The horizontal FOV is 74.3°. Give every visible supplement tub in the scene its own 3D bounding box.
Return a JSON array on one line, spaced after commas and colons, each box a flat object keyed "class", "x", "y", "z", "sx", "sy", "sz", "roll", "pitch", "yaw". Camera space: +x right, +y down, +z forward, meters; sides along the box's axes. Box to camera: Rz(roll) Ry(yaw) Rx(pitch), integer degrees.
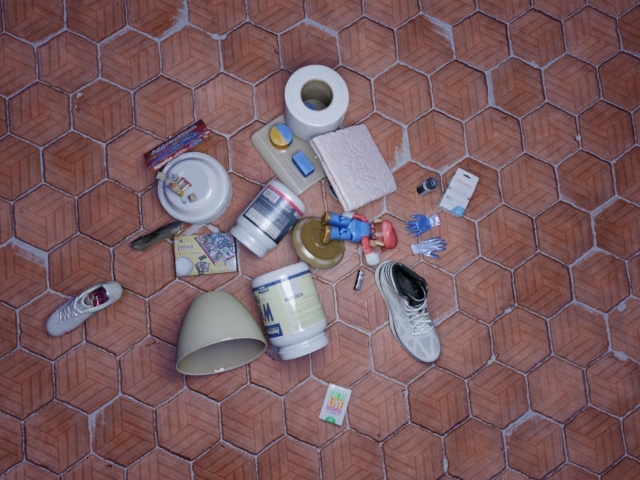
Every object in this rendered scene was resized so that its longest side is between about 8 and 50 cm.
[{"class": "supplement tub", "x": -0.206, "y": -0.086, "z": 1.668, "sx": 0.191, "sy": 0.191, "sz": 0.272, "roll": 40, "pitch": 85, "yaw": 1}, {"class": "supplement tub", "x": -0.111, "y": 0.266, "z": 1.623, "sx": 0.235, "sy": 0.235, "sz": 0.325, "roll": -19, "pitch": 86, "yaw": -4}]

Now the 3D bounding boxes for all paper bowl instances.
[{"class": "paper bowl", "x": -0.504, "y": -0.211, "z": 1.687, "sx": 0.284, "sy": 0.148, "sz": 0.285, "roll": 0, "pitch": 86, "yaw": -1}]

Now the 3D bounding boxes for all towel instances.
[{"class": "towel", "x": 0.139, "y": -0.295, "z": 1.679, "sx": 0.331, "sy": 0.053, "sz": 0.317, "roll": -26, "pitch": 87, "yaw": -42}]

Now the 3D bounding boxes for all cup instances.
[{"class": "cup", "x": -0.389, "y": 0.331, "z": 1.591, "sx": 0.330, "sy": 0.331, "sz": 0.237, "roll": -18, "pitch": 61, "yaw": -4}]

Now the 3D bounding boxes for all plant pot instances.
[{"class": "plant pot", "x": 0.000, "y": 0.000, "z": 1.688, "sx": 0.236, "sy": 0.032, "sz": 0.237, "roll": 14, "pitch": 57, "yaw": -23}]

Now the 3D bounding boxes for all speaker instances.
[{"class": "speaker", "x": 0.436, "y": -0.220, "z": 1.736, "sx": 0.055, "sy": 0.136, "sz": 0.055, "roll": 0, "pitch": 86, "yaw": -3}]

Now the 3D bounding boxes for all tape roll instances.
[{"class": "tape roll", "x": -0.021, "y": -0.533, "z": 1.656, "sx": 0.245, "sy": 0.169, "sz": 0.246, "roll": 1, "pitch": 82, "yaw": -5}]

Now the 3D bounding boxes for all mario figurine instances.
[{"class": "mario figurine", "x": 0.156, "y": -0.013, "z": 1.712, "sx": 0.320, "sy": 0.170, "sz": 0.198, "roll": 11, "pitch": 95, "yaw": -12}]

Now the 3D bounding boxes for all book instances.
[{"class": "book", "x": 0.060, "y": 0.659, "z": 1.706, "sx": 0.096, "sy": 0.035, "sz": 0.144, "roll": 17, "pitch": 86, "yaw": 3}]

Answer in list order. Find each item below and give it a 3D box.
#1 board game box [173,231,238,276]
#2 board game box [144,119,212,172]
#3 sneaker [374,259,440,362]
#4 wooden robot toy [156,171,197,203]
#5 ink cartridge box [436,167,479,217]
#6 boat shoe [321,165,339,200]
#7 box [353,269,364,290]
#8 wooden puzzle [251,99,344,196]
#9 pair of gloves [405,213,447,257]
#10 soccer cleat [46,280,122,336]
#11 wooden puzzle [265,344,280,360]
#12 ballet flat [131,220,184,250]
[{"class": "board game box", "x": -0.465, "y": 0.057, "z": 1.719, "sx": 0.243, "sy": 0.042, "sz": 0.165, "roll": -4, "pitch": 86, "yaw": -3}, {"class": "board game box", "x": -0.579, "y": -0.386, "z": 1.709, "sx": 0.281, "sy": 0.145, "sz": 0.027, "roll": -34, "pitch": 131, "yaw": -5}, {"class": "sneaker", "x": 0.353, "y": 0.287, "z": 1.632, "sx": 0.169, "sy": 0.257, "sz": 0.448, "roll": -26, "pitch": 88, "yaw": -4}, {"class": "wooden robot toy", "x": -0.535, "y": -0.207, "z": 1.571, "sx": 0.173, "sy": 0.079, "sz": 0.076, "roll": 40, "pitch": 86, "yaw": 1}, {"class": "ink cartridge box", "x": 0.577, "y": -0.200, "z": 1.779, "sx": 0.104, "sy": 0.060, "sz": 0.180, "roll": 27, "pitch": 85, "yaw": 0}, {"class": "boat shoe", "x": 0.064, "y": -0.234, "z": 1.716, "sx": 0.065, "sy": 0.083, "sz": 0.183, "roll": -32, "pitch": 114, "yaw": -8}, {"class": "box", "x": 0.157, "y": 0.163, "z": 1.728, "sx": 0.018, "sy": 0.067, "sz": 0.083, "roll": 15, "pitch": 84, "yaw": -2}, {"class": "wooden puzzle", "x": -0.066, "y": -0.404, "z": 1.754, "sx": 0.347, "sy": 0.080, "sz": 0.322, "roll": -37, "pitch": 88, "yaw": -5}, {"class": "pair of gloves", "x": 0.445, "y": -0.018, "z": 1.778, "sx": 0.159, "sy": 0.023, "sz": 0.198, "roll": -13, "pitch": 86, "yaw": -3}, {"class": "soccer cleat", "x": -0.933, "y": 0.258, "z": 1.631, "sx": 0.331, "sy": 0.143, "sz": 0.116, "roll": -34, "pitch": 88, "yaw": -4}, {"class": "wooden puzzle", "x": -0.192, "y": 0.454, "z": 1.720, "sx": 0.083, "sy": 0.006, "sz": 0.049, "roll": 44, "pitch": 85, "yaw": 1}, {"class": "ballet flat", "x": -0.642, "y": -0.012, "z": 1.682, "sx": 0.249, "sy": 0.084, "sz": 0.058, "roll": -21, "pitch": 114, "yaw": 14}]
